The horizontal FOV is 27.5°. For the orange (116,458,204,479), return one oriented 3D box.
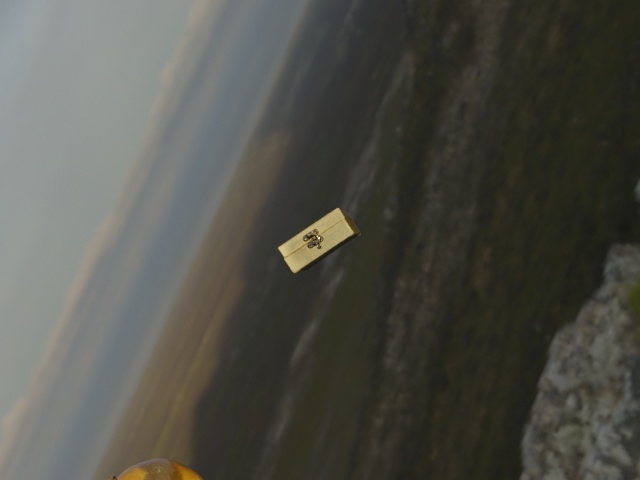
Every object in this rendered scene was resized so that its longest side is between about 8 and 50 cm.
[{"bbox_3d":[-0.205,0.358,1.668,0.134,0.154,0.155,22,87,61],"label":"orange"}]

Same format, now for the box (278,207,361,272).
[{"bbox_3d":[0.000,0.000,1.410,0.079,0.035,0.083,-34,-4,7],"label":"box"}]

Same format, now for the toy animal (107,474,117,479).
[{"bbox_3d":[-0.139,0.280,1.077,0.114,0.116,0.255,-57,-19,-28],"label":"toy animal"}]
